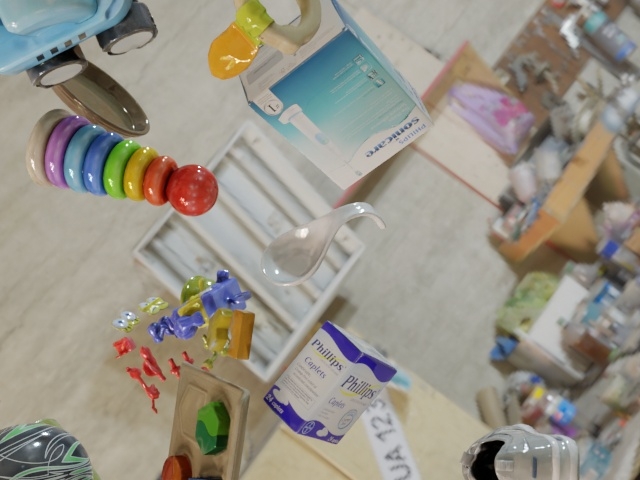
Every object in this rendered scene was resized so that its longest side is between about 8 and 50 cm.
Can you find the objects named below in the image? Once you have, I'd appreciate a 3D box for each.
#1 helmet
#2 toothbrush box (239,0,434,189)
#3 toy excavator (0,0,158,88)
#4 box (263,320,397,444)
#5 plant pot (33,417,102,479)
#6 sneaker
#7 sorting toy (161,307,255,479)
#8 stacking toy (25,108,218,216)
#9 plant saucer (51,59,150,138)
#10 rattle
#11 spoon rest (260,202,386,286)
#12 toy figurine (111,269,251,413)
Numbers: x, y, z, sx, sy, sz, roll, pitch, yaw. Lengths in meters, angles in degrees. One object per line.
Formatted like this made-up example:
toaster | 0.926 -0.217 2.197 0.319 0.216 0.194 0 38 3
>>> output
helmet | -0.375 0.311 1.200 0.169 0.169 0.161 -51 9 -27
toothbrush box | 0.030 -0.258 1.687 0.216 0.295 0.126 -36 44 17
toy excavator | -0.537 -0.385 1.512 0.433 0.222 0.445 -24 -3 9
box | 0.015 0.192 1.253 0.137 0.072 0.126 -51 -31 2
plant pot | -0.542 0.567 1.950 0.275 0.293 0.275 -50 -13 -15
sneaker | 0.232 0.284 1.237 0.281 0.115 0.105 124 153 -70
sorting toy | -0.157 0.236 1.257 0.229 0.041 0.307 9 91 61
stacking toy | -0.331 -0.122 1.621 0.141 0.330 0.141 16 -90 -77
plant saucer | -0.499 -0.319 2.088 0.041 0.278 0.278 -47 -2 16
rattle | -0.063 -0.320 1.272 0.142 0.130 0.199 119 166 -57
spoon rest | 0.000 0.000 1.964 0.276 0.137 0.084 -30 -42 -8
toy figurine | -0.198 0.150 1.782 0.217 0.191 0.362 -26 3 26
